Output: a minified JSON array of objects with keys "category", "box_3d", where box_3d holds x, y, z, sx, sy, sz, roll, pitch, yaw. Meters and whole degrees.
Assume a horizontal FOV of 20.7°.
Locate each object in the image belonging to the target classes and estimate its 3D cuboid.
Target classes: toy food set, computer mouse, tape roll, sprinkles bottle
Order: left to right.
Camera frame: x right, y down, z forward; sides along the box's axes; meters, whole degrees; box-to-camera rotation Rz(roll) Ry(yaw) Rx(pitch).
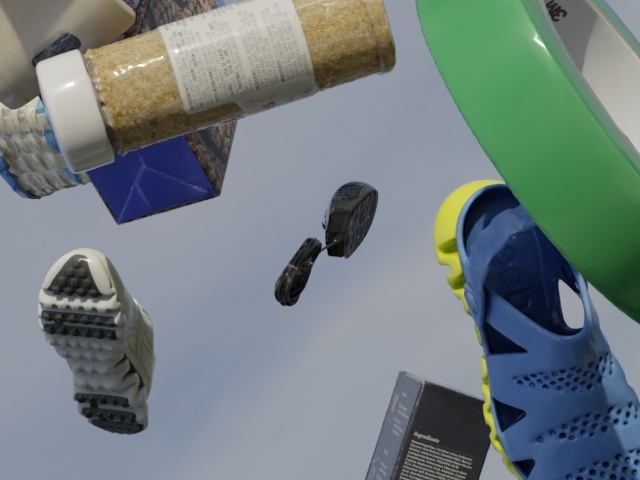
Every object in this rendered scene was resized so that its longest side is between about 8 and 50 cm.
[{"category":"toy food set","box_3d":[-0.271,-0.317,1.925,0.092,0.306,0.219,25,-40,-37]},{"category":"sprinkles bottle","box_3d":[-0.106,-0.177,1.786,0.355,0.121,0.121,-18,-22,-6]},{"category":"computer mouse","box_3d":[0.000,0.000,1.812,0.242,0.041,0.071,-44,-32,-57]},{"category":"tape roll","box_3d":[0.197,-0.085,1.267,0.077,0.321,0.321,-37,-11,22]}]

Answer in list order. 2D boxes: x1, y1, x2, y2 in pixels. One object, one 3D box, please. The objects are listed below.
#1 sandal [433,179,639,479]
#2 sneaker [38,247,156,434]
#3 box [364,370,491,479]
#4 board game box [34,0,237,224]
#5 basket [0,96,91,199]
[{"category":"sandal","box_3d":[0.188,0.091,1.435,0.126,0.317,0.138,-24,-6,-12]},{"category":"sneaker","box_3d":[-0.253,0.100,2.056,0.292,0.110,0.118,83,-158,-48]},{"category":"box","box_3d":[0.114,0.229,1.857,0.156,0.093,0.158,-176,104,-84]},{"category":"board game box","box_3d":[-0.206,-0.207,2.074,0.291,0.141,0.232,-82,-29,-50]},{"category":"basket","box_3d":[-0.384,-0.176,2.364,0.255,0.289,0.201,-53,-45,-32]}]
